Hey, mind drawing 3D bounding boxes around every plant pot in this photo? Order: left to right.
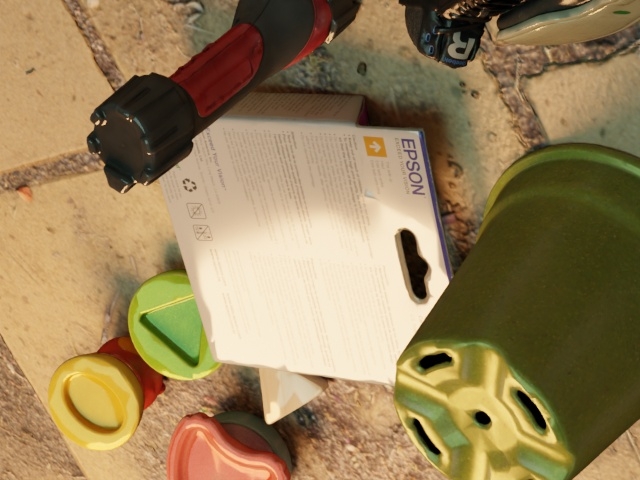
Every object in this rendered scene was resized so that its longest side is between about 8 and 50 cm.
[{"bbox_3d":[0.205,0.094,1.622,0.276,0.254,0.276,23,135,26],"label":"plant pot"}]

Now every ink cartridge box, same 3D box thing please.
[{"bbox_3d":[0.000,0.000,1.865,0.330,0.071,0.324,5,125,28],"label":"ink cartridge box"}]

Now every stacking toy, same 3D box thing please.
[{"bbox_3d":[-0.134,0.176,2.151,0.309,0.130,0.279,38,114,6],"label":"stacking toy"}]

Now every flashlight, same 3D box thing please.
[{"bbox_3d":[-0.086,-0.165,1.625,0.103,0.304,0.103,-17,109,46],"label":"flashlight"}]

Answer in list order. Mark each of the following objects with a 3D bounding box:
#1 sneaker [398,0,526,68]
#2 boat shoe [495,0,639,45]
[{"bbox_3d":[0.138,-0.196,1.510,0.217,0.079,0.121,-141,56,-60],"label":"sneaker"},{"bbox_3d":[0.230,-0.216,1.499,0.233,0.084,0.079,-23,69,56],"label":"boat shoe"}]
